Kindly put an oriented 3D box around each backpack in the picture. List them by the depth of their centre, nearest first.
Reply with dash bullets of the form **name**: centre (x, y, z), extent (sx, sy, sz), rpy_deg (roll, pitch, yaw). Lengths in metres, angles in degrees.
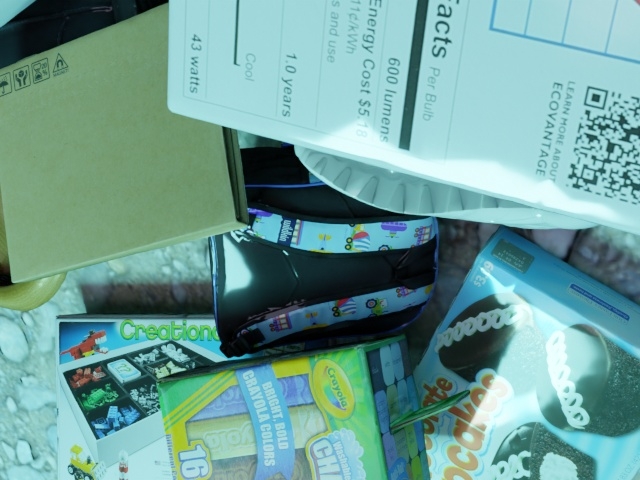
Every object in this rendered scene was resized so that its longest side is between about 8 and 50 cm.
- **backpack**: centre (0.000, 0.000, 0.859), extent (0.173, 0.117, 0.158), rpy_deg (-5, 120, -4)

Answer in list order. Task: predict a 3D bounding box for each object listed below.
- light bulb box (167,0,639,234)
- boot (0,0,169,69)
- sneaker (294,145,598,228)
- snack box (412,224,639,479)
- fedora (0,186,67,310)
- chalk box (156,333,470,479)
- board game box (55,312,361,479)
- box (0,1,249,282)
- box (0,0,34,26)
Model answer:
- **light bulb box**: centre (0.125, -0.222, 0.603), extent (0.361, 0.225, 0.357), rpy_deg (16, 122, 18)
- **boot**: centre (-0.203, -0.114, 0.879), extent (0.207, 0.094, 0.246), rpy_deg (-9, 84, 30)
- **sneaker**: centre (0.097, -0.046, 0.773), extent (0.235, 0.095, 0.090), rpy_deg (11, 80, 7)
- **snack box**: centre (0.152, 0.163, 0.906), extent (0.187, 0.060, 0.322), rpy_deg (31, 126, 11)
- **fedora**: centre (-0.284, -0.034, 1.009), extent (0.194, 0.079, 0.194), rpy_deg (10, 114, 23)
- **chalk box**: centre (0.007, 0.146, 0.836), extent (0.213, 0.132, 0.132), rpy_deg (-10, 86, 18)
- **board game box**: centre (-0.107, 0.162, 0.996), extent (0.305, 0.053, 0.192), rpy_deg (-1, 89, 28)
- **box**: centre (-0.148, -0.068, 0.778), extent (0.201, 0.021, 0.164), rpy_deg (-14, 79, 27)
- **box**: centre (-0.250, -0.341, 0.711), extent (0.215, 0.168, 0.345), rpy_deg (-34, 98, 7)
